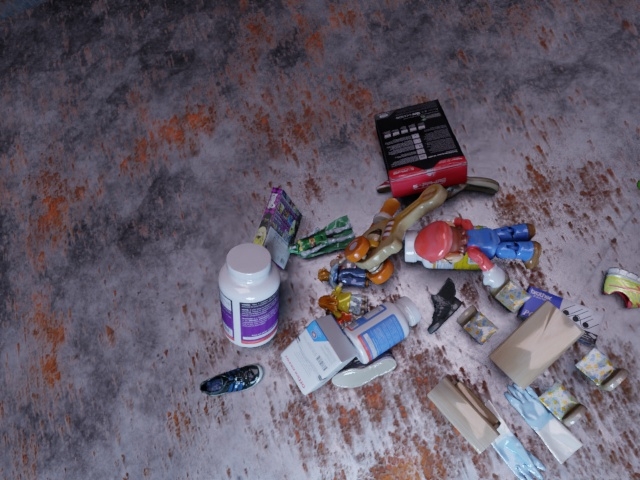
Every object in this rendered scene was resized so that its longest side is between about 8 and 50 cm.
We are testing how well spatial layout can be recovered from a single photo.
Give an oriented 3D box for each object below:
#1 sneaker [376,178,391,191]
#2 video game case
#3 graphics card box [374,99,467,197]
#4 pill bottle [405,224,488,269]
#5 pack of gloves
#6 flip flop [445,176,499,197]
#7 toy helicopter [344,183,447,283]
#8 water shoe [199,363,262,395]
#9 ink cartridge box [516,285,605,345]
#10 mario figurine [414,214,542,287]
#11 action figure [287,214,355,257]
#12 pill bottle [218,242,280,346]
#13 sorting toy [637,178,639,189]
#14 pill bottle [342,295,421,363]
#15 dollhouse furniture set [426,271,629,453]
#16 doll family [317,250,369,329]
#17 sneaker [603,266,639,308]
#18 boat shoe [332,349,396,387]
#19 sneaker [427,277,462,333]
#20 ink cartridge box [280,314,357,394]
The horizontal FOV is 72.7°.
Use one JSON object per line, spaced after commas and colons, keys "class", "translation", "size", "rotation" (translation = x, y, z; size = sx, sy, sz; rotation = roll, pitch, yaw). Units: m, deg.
{"class": "sneaker", "translation": [0.242, -0.212, 1.507], "size": [0.118, 0.042, 0.067], "rotation": [-17, 74, -2]}
{"class": "video game case", "translation": [-0.137, -0.034, 1.430], "size": [0.042, 0.232, 0.210], "rotation": [14, 77, 17]}
{"class": "graphics card box", "translation": [0.316, -0.308, 1.424], "size": [0.233, 0.094, 0.371], "rotation": [-13, 47, 8]}
{"class": "pill bottle", "translation": [0.389, 0.020, 1.351], "size": [0.246, 0.136, 0.136], "rotation": [1, 73, 12]}
{"class": "pack of gloves", "translation": [0.566, 0.527, 1.200], "size": [0.195, 0.046, 0.232], "rotation": [-39, 69, -1]}
{"class": "flip flop", "translation": [0.439, -0.171, 1.429], "size": [0.277, 0.112, 0.080], "rotation": [9, 89, 9]}
{"class": "toy helicopter", "translation": [0.232, -0.050, 1.327], "size": [0.140, 0.235, 0.355], "rotation": [41, 113, -19]}
{"class": "water shoe", "translation": [-0.284, 0.451, 1.387], "size": [0.203, 0.080, 0.073], "rotation": [-22, 70, 4]}
{"class": "ink cartridge box", "translation": [0.698, 0.219, 1.270], "size": [0.207, 0.046, 0.097], "rotation": [21, 77, 18]}
{"class": "mario figurine", "translation": [0.423, 0.023, 1.219], "size": [0.321, 0.198, 0.170], "rotation": [2, 106, 5]}
{"class": "action figure", "translation": [0.000, 0.000, 1.478], "size": [0.232, 0.063, 0.137], "rotation": [-19, 58, 1]}
{"class": "pill bottle", "translation": [-0.214, 0.166, 1.320], "size": [0.181, 0.323, 0.181], "rotation": [4, 42, -4]}
{"class": "sorting toy", "translation": [1.032, -0.187, 1.330], "size": [0.102, 0.042, 0.061], "rotation": [-10, 71, 9]}
{"class": "pill bottle", "translation": [0.189, 0.262, 1.314], "size": [0.221, 0.124, 0.124], "rotation": [-29, 68, -13]}
{"class": "dollhouse furniture set", "translation": [0.495, 0.329, 1.128], "size": [0.394, 0.256, 0.362], "rotation": [-46, 61, 5]}
{"class": "doll family", "translation": [0.071, 0.146, 1.387], "size": [0.163, 0.118, 0.263], "rotation": [2, 71, 10]}
{"class": "sneaker", "translation": [0.911, 0.160, 1.233], "size": [0.208, 0.081, 0.094], "rotation": [27, 87, 25]}
{"class": "boat shoe", "translation": [0.132, 0.391, 1.340], "size": [0.206, 0.075, 0.065], "rotation": [-23, 26, 10]}
{"class": "sneaker", "translation": [0.369, 0.202, 1.346], "size": [0.170, 0.051, 0.089], "rotation": [-42, 69, -8]}
{"class": "ink cartridge box", "translation": [-0.009, 0.344, 1.309], "size": [0.203, 0.086, 0.148], "rotation": [-50, 64, 33]}
